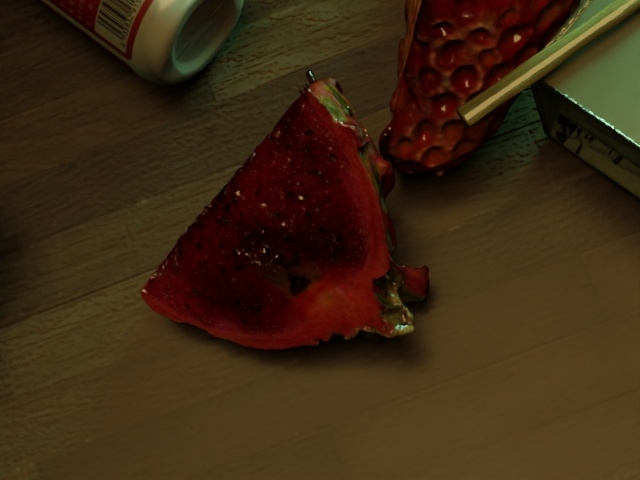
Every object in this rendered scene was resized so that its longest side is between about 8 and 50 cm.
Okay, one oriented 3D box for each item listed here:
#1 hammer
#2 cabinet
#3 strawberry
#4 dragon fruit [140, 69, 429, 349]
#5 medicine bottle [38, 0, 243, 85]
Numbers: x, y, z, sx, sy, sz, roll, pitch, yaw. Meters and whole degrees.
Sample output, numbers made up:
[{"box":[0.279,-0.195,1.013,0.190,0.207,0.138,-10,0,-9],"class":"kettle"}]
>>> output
[{"box":[0.195,-0.149,1.360,0.199,0.013,0.062,-35,66,2],"class":"hammer"},{"box":[0.296,-0.149,1.422,0.145,0.150,0.206,38,84,23],"class":"cabinet"},{"box":[0.141,-0.201,1.422,0.150,0.253,0.280,8,78,-3],"class":"strawberry"},{"box":[0.000,0.000,1.447,0.211,0.134,0.262,46,122,0],"class":"dragon fruit"},{"box":[-0.196,-0.252,1.545,0.250,0.131,0.131,38,83,18],"class":"medicine bottle"}]
